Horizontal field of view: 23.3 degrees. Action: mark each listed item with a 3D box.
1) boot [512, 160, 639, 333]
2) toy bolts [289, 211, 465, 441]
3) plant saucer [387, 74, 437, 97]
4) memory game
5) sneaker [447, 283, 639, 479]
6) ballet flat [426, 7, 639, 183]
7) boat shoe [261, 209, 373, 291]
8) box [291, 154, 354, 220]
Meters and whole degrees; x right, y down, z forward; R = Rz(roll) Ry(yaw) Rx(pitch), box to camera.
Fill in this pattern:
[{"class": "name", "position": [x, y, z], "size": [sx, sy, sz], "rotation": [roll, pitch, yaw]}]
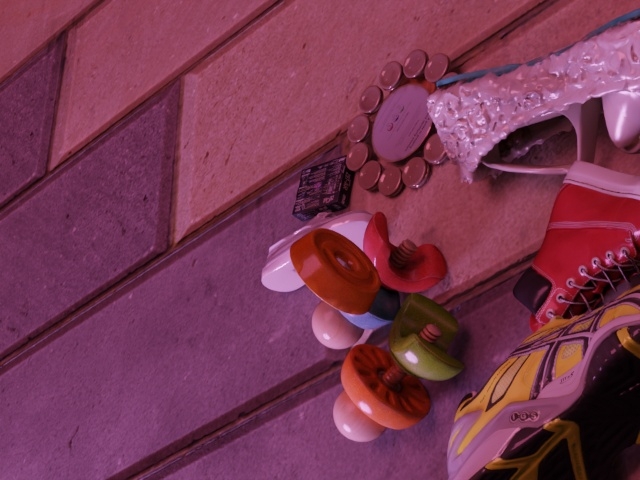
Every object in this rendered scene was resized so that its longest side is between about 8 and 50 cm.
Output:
[{"class": "boot", "position": [0.277, 0.029, 1.434], "size": [0.176, 0.088, 0.244], "rotation": [-62, 26, -5]}, {"class": "toy bolts", "position": [0.028, 0.081, 1.626], "size": [0.158, 0.218, 0.228], "rotation": [-49, 17, 25]}, {"class": "plant saucer", "position": [0.108, -0.174, 1.861], "size": [0.083, 0.013, 0.083], "rotation": [-31, 42, 33]}, {"class": "memory game", "position": [0.099, -0.138, 1.825], "size": [0.186, 0.012, 0.186], "rotation": [-24, 55, 39]}, {"class": "sneaker", "position": [0.250, 0.103, 1.360], "size": [0.384, 0.145, 0.147], "rotation": [-38, 34, 22]}, {"class": "ballet flat", "position": [0.277, -0.139, 1.550], "size": [0.409, 0.147, 0.147], "rotation": [-14, 54, 50]}, {"class": "boat shoe", "position": [0.000, 0.000, 1.829], "size": [0.184, 0.066, 0.063], "rotation": [-37, 40, 44]}, {"class": "box", "position": [0.004, -0.064, 1.903], "size": [0.083, 0.018, 0.067], "rotation": [-17, 52, 45]}]
